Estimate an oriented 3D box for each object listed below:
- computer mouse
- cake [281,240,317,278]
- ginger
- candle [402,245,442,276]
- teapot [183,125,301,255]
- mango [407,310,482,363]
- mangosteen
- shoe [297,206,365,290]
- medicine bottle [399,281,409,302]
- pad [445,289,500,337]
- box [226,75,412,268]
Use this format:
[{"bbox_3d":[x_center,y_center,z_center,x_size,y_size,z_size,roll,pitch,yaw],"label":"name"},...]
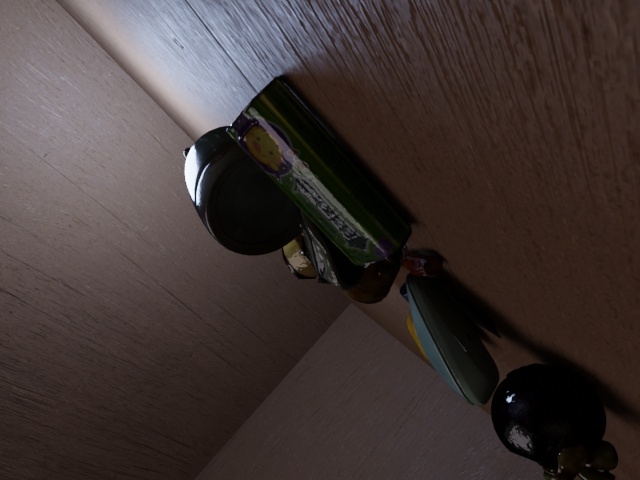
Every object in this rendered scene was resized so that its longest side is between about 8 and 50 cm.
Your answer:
[{"bbox_3d":[0.252,0.198,0.864,0.288,0.097,0.159,57,-154,16],"label":"computer mouse"},{"bbox_3d":[0.000,0.014,1.318,0.178,0.185,0.208,-17,106,40],"label":"cake"},{"bbox_3d":[0.067,0.033,1.036,0.274,0.152,0.357,43,175,-23],"label":"ginger"},{"bbox_3d":[0.191,0.043,0.846,0.048,0.053,0.162,49,175,-8],"label":"candle"},{"bbox_3d":[-0.149,-0.133,0.947,0.314,0.233,0.312,14,-160,-38],"label":"teapot"},{"bbox_3d":[0.303,0.241,1.035,0.219,0.145,0.112,43,-152,-9],"label":"mango"},{"bbox_3d":[0.414,0.334,0.740,0.231,0.194,0.194,64,-174,33],"label":"mangosteen"},{"bbox_3d":[0.000,0.000,0.847,0.112,0.099,0.228,-22,94,54],"label":"shoe"},{"bbox_3d":[0.302,0.195,1.108,0.231,0.059,0.059,44,173,-16],"label":"medicine bottle"},{"bbox_3d":[0.330,0.157,0.952,0.157,0.003,0.112,36,170,49],"label":"pad"},{"bbox_3d":[0.005,-0.104,0.727,0.345,0.097,0.134,45,145,-15],"label":"box"}]
